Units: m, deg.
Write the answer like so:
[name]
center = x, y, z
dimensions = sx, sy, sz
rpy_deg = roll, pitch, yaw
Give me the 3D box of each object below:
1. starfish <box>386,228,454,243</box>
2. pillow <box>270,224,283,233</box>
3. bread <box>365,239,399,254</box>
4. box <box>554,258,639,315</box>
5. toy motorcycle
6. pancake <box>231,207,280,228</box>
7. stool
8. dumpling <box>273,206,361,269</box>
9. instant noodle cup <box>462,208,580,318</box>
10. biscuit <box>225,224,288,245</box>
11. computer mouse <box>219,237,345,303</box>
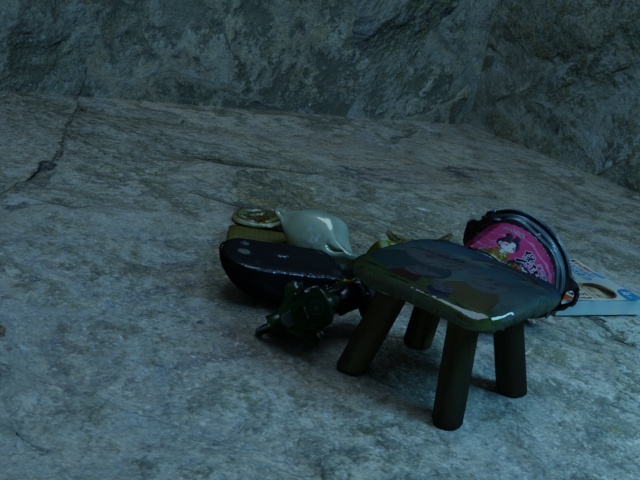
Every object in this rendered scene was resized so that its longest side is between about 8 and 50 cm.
[starfish]
center = 0.278, 0.026, 2.234
dimensions = 0.277, 0.062, 0.236
rpy_deg = -6, 25, -46
[pillow]
center = -0.040, -0.022, 2.222
dimensions = 0.150, 0.048, 0.090
rpy_deg = 15, 12, 20
[bread]
center = 0.151, 0.046, 2.031
dimensions = 0.110, 0.103, 0.156
rpy_deg = 33, 17, 30
[box]
center = 0.614, 0.112, 2.181
dimensions = 0.265, 0.048, 0.273
rpy_deg = 2, 19, -25
[toy motorcycle]
center = 0.017, 0.116, 1.649
dimensions = 0.275, 0.124, 0.187
rpy_deg = -20, -3, -30
[pancake]
center = -0.160, -0.058, 2.298
dimensions = 0.152, 0.025, 0.151
rpy_deg = 10, 17, -3
[stool]
center = 0.227, 0.151, 1.570
dimensions = 0.310, 0.226, 0.310
rpy_deg = 25, 24, 36
[dumpling]
center = 0.000, 0.000, 2.057
dimensions = 0.252, 0.131, 0.179
rpy_deg = 27, 0, 23
[instant noodle cup]
center = 0.382, 0.081, 1.883
dimensions = 0.302, 0.258, 0.181
rpy_deg = 25, 38, 38
[biscuit]
center = -0.141, 0.023, 2.060
dimensions = 0.172, 0.029, 0.254
rpy_deg = 9, 18, -5
[computer mouse]
center = -0.086, 0.074, 1.821
dimensions = 0.269, 0.100, 0.170
rpy_deg = 9, 22, -21
